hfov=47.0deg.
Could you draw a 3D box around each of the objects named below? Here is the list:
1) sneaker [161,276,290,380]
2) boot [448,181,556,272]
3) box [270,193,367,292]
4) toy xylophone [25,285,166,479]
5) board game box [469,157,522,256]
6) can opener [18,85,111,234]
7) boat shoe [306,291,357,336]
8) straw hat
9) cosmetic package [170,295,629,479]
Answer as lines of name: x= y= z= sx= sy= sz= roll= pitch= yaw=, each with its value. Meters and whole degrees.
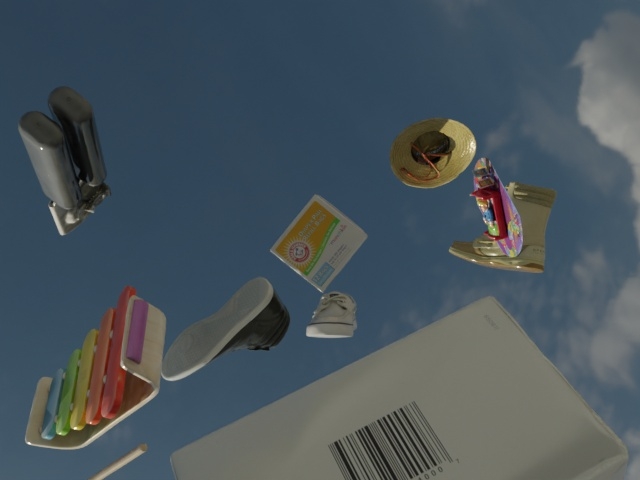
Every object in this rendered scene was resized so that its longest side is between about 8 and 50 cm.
sneaker: x=-0.184 y=0.212 z=1.526 sx=0.296 sy=0.104 sz=0.147 roll=-39 pitch=-44 yaw=4
boot: x=0.429 y=-0.037 z=1.740 sx=0.095 sy=0.262 sz=0.203 roll=15 pitch=-94 yaw=-35
box: x=0.000 y=0.000 z=1.181 sx=0.103 sy=0.203 sz=0.114 roll=39 pitch=-88 yaw=0
toy xylophone: x=-0.321 y=0.226 z=1.066 sx=0.081 sy=0.323 sz=0.236 roll=27 pitch=-146 yaw=-32
board game box: x=0.272 y=-0.048 z=1.193 sx=0.033 sy=0.133 sz=0.168 roll=-17 pitch=-117 yaw=-7
can opener: x=-0.290 y=-0.087 z=0.810 sx=0.095 sy=0.283 sz=0.076 roll=40 pitch=-112 yaw=4
boat shoe: x=0.031 y=0.149 z=1.511 sx=0.267 sy=0.096 sz=0.088 roll=4 pitch=-96 yaw=-76
straw hat: x=0.172 y=-0.156 z=1.169 sx=0.144 sy=0.144 sz=0.061 roll=32 pitch=-142 yaw=-30
cosmetic package: x=0.057 y=0.192 z=0.478 sx=0.224 sy=0.138 sz=0.224 roll=-25 pitch=-47 yaw=-9
